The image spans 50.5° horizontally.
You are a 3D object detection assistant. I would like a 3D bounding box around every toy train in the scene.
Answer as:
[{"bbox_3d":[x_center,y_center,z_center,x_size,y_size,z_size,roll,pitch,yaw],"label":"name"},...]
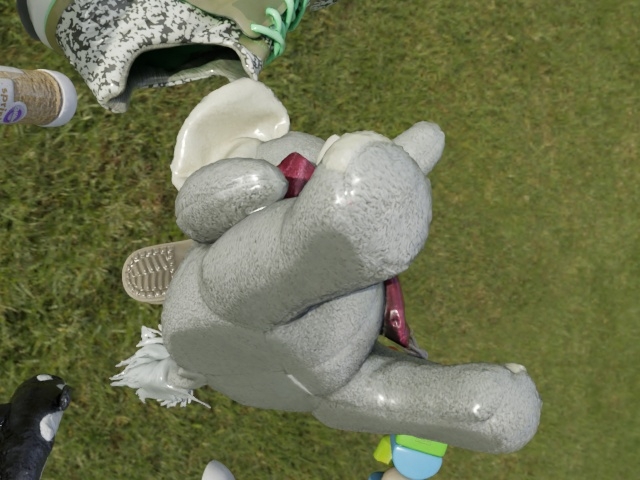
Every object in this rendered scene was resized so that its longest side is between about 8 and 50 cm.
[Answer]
[{"bbox_3d":[0.104,0.203,0.802,0.105,0.248,0.143,17,97,0],"label":"toy train"}]

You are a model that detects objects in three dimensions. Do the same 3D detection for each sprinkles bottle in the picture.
[{"bbox_3d":[-0.639,-0.284,1.332,0.355,0.121,0.121,-25,113,-69],"label":"sprinkles bottle"}]

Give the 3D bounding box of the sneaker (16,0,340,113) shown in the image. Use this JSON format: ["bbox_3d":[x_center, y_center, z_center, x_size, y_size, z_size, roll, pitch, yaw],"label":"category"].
[{"bbox_3d":[-0.084,-0.229,0.716,0.411,0.158,0.182,-22,73,-20],"label":"sneaker"}]

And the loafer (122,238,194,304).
[{"bbox_3d":[-0.135,0.036,0.949,0.269,0.092,0.101,-4,81,-8],"label":"loafer"}]

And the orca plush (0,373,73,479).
[{"bbox_3d":[-0.414,0.268,0.888,0.102,0.151,0.287,28,33,-21],"label":"orca plush"}]

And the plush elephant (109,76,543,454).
[{"bbox_3d":[0.000,0.000,0.537,0.272,0.330,0.255,48,44,-32],"label":"plush elephant"}]

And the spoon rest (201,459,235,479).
[{"bbox_3d":[-0.167,0.496,1.092,0.137,0.084,0.276,38,44,-83],"label":"spoon rest"}]
